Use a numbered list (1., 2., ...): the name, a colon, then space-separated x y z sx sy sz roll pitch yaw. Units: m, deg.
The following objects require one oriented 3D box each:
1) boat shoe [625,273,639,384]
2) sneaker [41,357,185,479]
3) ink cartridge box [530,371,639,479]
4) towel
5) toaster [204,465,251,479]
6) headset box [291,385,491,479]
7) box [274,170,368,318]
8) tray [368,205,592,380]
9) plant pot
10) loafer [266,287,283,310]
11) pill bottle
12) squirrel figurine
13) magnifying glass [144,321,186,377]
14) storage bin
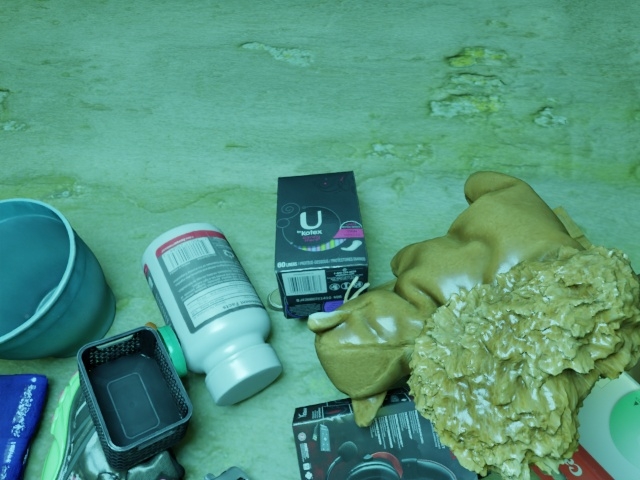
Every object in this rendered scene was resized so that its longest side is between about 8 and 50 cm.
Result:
1. boat shoe: 0.567 0.174 0.796 0.123 0.120 0.324 29 68 17
2. sneaker: -0.324 0.417 0.691 0.202 0.185 0.482 -8 63 4
3. ink cartridge box: 0.440 0.318 0.720 0.225 0.056 0.181 -45 66 6
4. towel: -0.621 0.398 0.787 0.228 0.076 0.308 -4 62 10
5. toaster: -0.148 0.453 0.658 0.186 0.168 0.110 39 95 21
6. headset box: 0.118 0.358 0.701 0.293 0.110 0.218 -10 82 -2
7. box: 0.000 0.000 0.873 0.165 0.143 0.270 -5 45 0
8. tray: 0.321 0.108 0.840 0.411 0.076 0.202 -24 63 2
9. plant pot: -0.530 0.105 0.826 0.272 0.255 0.271 -1 61 3
10. loafer: -0.039 0.109 0.908 0.148 0.050 0.056 -9 62 -1
11. pill bottle: -0.202 0.135 0.834 0.176 0.176 0.318 -28 64 -11
12. squirrel figurine: 0.175 0.113 0.595 0.370 0.397 0.281 -22 106 -3
13. magnifying glass: -0.289 0.187 0.810 0.026 0.231 0.092 -19 103 -31
14. storage bin: -0.293 0.241 0.693 0.122 0.084 0.180 -16 56 -37
